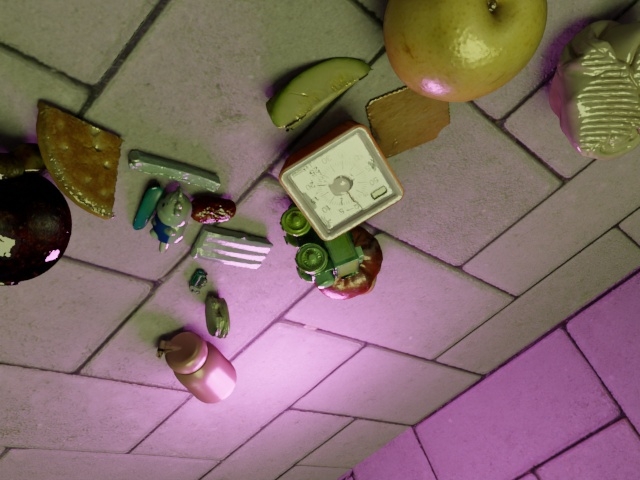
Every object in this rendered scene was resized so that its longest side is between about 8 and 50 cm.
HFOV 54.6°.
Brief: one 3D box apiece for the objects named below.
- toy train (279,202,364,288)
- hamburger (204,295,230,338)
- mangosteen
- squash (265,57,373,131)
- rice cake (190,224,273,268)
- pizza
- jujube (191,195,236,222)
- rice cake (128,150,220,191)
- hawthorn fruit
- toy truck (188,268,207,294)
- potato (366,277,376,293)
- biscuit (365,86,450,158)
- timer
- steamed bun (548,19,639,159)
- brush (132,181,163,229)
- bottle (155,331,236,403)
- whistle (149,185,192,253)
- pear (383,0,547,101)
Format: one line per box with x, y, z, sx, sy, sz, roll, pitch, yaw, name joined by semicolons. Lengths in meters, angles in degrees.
0.000;0.000;1.776;0.188;0.271;0.159;-20;162;-4;toy train
-0.333;0.249;2.001;0.063;0.139;0.133;-4;171;-23;hamburger
-0.710;-0.051;1.352;0.331;0.330;0.330;-14;141;-12;mangosteen
-0.005;-0.368;1.473;0.252;0.093;0.169;-34;-175;14;squash
-0.263;0.022;1.846;0.237;0.043;0.127;11;129;-37;rice cake
-0.530;-0.188;1.398;0.058;0.197;0.292;-9;118;40;pizza
-0.291;-0.086;1.682;0.129;0.077;0.077;-6;138;-28;jujube
-0.367;-0.174;1.564;0.245;0.045;0.042;12;132;-37;rice cake
0.079;0.073;1.965;0.242;0.241;0.271;-22;169;-3;hawthorn fruit
-0.378;0.127;1.915;0.044;0.039;0.083;23;123;-23;toy truck
0.141;0.133;2.137;0.112;0.112;0.147;-17;148;-8;potato
0.248;-0.337;1.714;0.237;0.013;0.232;-21;141;-2;biscuit
0.056;-0.156;1.638;0.258;0.161;0.250;-31;107;8;timer
0.799;-0.416;1.714;0.343;0.255;0.367;-1;110;1;steamed bun
-0.459;-0.090;1.633;0.043;0.032;0.193;-1;148;-34;brush
-0.435;0.434;2.147;0.207;0.173;0.296;3;148;21;bottle
-0.399;-0.050;1.645;0.092;0.110;0.244;10;140;-22;whistle
0.301;-0.470;1.336;0.349;0.348;0.348;-14;141;-12;pear
